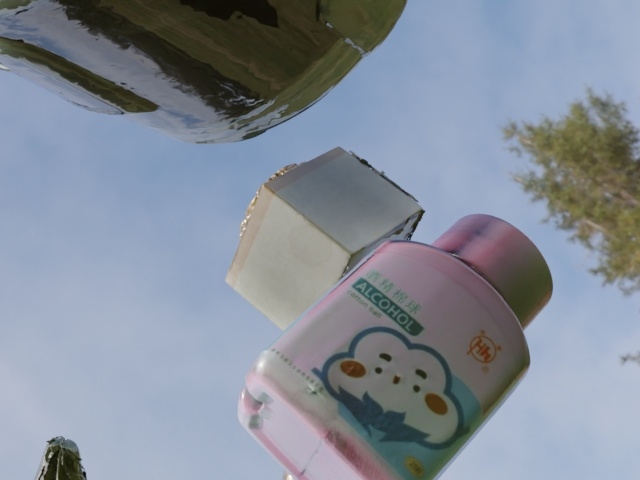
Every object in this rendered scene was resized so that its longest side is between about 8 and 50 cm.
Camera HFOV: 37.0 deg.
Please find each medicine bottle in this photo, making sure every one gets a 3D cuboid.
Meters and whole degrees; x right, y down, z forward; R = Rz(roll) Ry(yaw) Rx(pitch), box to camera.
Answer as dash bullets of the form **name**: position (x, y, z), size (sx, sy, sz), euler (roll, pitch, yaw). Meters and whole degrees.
- **medicine bottle**: position (0.054, 0.067, 0.569), size (0.188, 0.119, 0.094), euler (-41, -15, -30)

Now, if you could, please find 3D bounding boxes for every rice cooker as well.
- **rice cooker**: position (-0.115, -0.243, 0.661), size (0.335, 0.335, 0.325), euler (-59, -33, 4)

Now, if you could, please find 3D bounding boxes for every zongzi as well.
- **zongzi**: position (-0.293, 0.304, 1.175), size (0.119, 0.055, 0.109), euler (19, -87, -1)

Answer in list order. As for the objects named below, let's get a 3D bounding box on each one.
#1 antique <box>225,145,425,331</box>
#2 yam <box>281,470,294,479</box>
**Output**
- **antique**: position (0.000, 0.000, 1.011), size (0.152, 0.148, 0.146), euler (-32, -27, -49)
- **yam**: position (-0.013, 0.329, 1.408), size (0.081, 0.081, 0.356), euler (26, -105, -42)
